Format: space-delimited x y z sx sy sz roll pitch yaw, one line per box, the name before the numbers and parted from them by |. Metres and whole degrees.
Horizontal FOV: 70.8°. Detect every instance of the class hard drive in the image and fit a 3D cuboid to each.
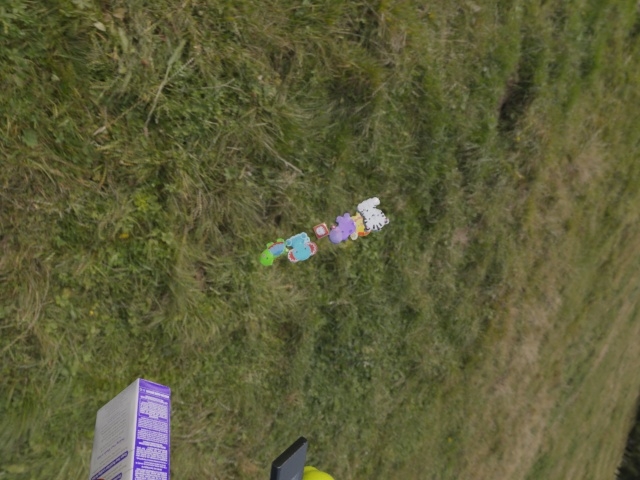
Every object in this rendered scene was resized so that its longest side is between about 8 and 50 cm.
hard drive | -0.066 0.468 0.891 0.094 0.022 0.135 -20 124 -52

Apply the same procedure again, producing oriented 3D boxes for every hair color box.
hair color box | -0.458 0.533 1.080 0.185 0.338 0.110 -39 130 19

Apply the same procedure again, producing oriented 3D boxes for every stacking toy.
stacking toy | 0.000 0.000 0.768 0.221 0.167 0.052 -23 87 -7

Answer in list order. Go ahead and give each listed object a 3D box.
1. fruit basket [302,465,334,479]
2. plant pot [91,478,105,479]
fruit basket | -0.001 0.909 1.479 0.392 0.392 0.282 25 59 -44
plant pot | -0.562 0.612 0.794 0.267 0.267 0.236 -16 162 14
